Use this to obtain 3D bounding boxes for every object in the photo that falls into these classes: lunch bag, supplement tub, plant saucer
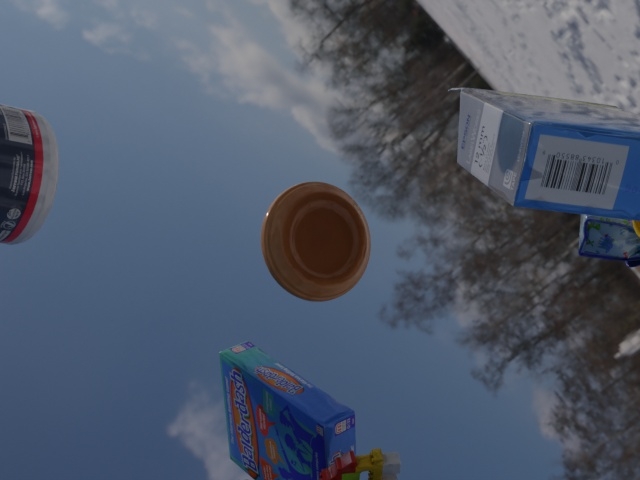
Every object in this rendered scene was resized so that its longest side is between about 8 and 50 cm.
[{"bbox_3d":[0.511,-0.028,1.403,0.129,0.151,0.096,-68,-20,-47],"label":"lunch bag"},{"bbox_3d":[-0.501,-0.101,1.097,0.272,0.191,0.191,9,-140,-44],"label":"supplement tub"},{"bbox_3d":[0.000,0.000,1.383,0.200,0.200,0.037,43,158,-16],"label":"plant saucer"}]

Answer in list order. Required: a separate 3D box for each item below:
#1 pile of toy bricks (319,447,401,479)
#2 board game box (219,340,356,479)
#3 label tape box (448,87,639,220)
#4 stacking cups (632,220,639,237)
[{"bbox_3d":[0.032,0.326,0.877,0.118,0.105,0.212,-103,12,-56],"label":"pile of toy bricks"},{"bbox_3d":[-0.040,0.231,0.991,0.047,0.160,0.210,-19,-153,-33],"label":"board game box"},{"bbox_3d":[0.329,-0.128,1.152,0.249,0.115,0.348,5,-165,-10],"label":"label tape box"},{"bbox_3d":[0.634,-0.011,1.306,0.316,0.096,0.096,13,-148,-23],"label":"stacking cups"}]
